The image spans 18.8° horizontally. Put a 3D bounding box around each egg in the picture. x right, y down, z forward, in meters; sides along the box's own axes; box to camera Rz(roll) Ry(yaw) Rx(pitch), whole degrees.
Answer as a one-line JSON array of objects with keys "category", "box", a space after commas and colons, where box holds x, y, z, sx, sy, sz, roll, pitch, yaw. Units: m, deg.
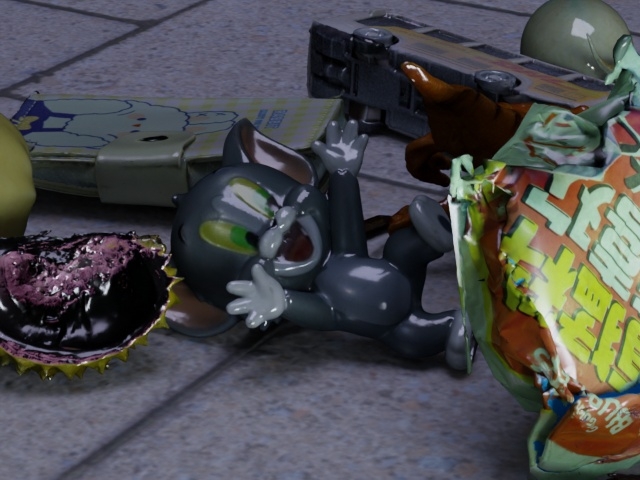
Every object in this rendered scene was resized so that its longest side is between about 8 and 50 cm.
[{"category": "egg", "box": [0.260, -0.192, 1.964, 0.114, 0.114, 0.152, -2, 28, -4]}]

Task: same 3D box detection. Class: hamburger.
[{"category": "hamburger", "box": [0.190, 0.018, 1.343, 0.276, 0.260, 0.150, -37, 11, -31]}]

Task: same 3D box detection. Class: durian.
[{"category": "durian", "box": [-0.198, 0.054, 1.467, 0.187, 0.119, 0.108, 2, -13, -5]}]

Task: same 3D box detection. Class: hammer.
[{"category": "hammer", "box": [0.000, 0.000, 1.647, 0.178, 0.021, 0.065, -21, 31, -40]}]

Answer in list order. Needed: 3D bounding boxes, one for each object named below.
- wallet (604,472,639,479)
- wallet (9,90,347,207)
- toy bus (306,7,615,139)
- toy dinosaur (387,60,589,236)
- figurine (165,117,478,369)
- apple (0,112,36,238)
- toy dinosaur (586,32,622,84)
[{"category": "wallet", "box": [0.244, 0.170, 1.151, 0.124, 0.042, 0.230, 5, -2, -3]}, {"category": "wallet", "box": [-0.139, -0.088, 1.777, 0.310, 0.077, 0.223, 2, 21, 8]}, {"category": "toy bus", "box": [0.139, -0.144, 1.877, 0.138, 0.097, 0.342, -19, 31, -40]}, {"category": "toy dinosaur", "box": [0.131, -0.068, 1.583, 0.208, 0.097, 0.432, -28, -14, 36]}, {"category": "figurine", "box": [0.005, 0.007, 1.490, 0.265, 0.193, 0.140, 22, -14, -2]}, {"category": "apple", "box": [-0.329, -0.039, 1.538, 0.200, 0.200, 0.200, 0, 24, 0]}, {"category": "toy dinosaur", "box": [0.291, -0.138, 1.866, 0.037, 0.058, 0.180, 14, -12, 28]}]
